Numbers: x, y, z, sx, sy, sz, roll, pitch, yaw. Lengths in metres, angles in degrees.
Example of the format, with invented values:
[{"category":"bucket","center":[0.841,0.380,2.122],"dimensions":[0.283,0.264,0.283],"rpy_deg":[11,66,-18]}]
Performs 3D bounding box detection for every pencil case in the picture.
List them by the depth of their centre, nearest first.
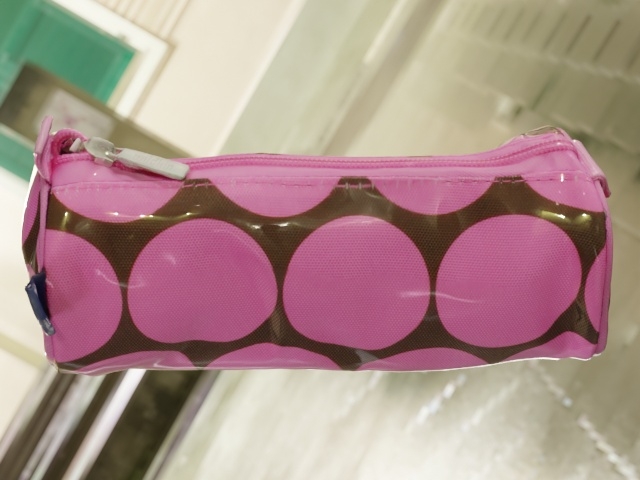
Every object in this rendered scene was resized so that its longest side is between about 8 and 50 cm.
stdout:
[{"category":"pencil case","center":[0.000,0.000,0.617],"dimensions":[0.095,0.209,0.098],"rpy_deg":[-105,16,-57]}]
